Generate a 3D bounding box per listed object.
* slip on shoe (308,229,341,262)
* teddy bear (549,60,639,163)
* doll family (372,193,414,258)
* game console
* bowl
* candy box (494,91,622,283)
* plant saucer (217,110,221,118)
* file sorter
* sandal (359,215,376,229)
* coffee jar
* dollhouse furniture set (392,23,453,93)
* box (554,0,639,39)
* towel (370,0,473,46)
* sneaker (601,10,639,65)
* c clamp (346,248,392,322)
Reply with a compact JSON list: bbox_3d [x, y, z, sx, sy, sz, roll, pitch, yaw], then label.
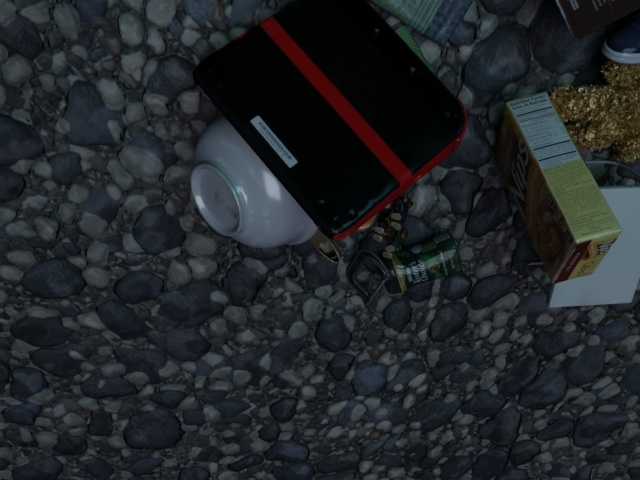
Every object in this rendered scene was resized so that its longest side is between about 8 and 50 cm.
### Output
[{"bbox_3d":[0.000,0.000,1.248,0.051,0.041,0.135,-33,116,12],"label":"slip on shoe"},{"bbox_3d":[0.609,-0.263,1.134,0.337,0.113,0.245,-2,120,-5],"label":"teddy bear"},{"bbox_3d":[0.161,-0.061,1.200,0.076,0.111,0.193,27,131,18],"label":"doll family"},{"bbox_3d":[0.027,-0.237,0.955,0.342,0.060,0.387,-39,82,-13],"label":"game console"},{"bbox_3d":[-0.146,-0.099,1.033,0.134,0.297,0.298,-33,126,-36],"label":"bowl"},{"bbox_3d":[0.435,-0.099,1.060,0.087,0.317,0.183,-15,152,1],"label":"candy box"},{"bbox_3d":[-0.165,-0.242,1.117,0.083,0.015,0.084,-2,118,-4],"label":"plant saucer"},{"bbox_3d":[0.584,-0.019,1.224,0.192,0.173,0.278,-2,118,-6],"label":"file sorter"},{"bbox_3d":[0.089,-0.132,1.167,0.101,0.076,0.265,-9,118,-1],"label":"sandal"},{"bbox_3d":[0.226,0.055,1.280,0.184,0.079,0.096,-19,117,5],"label":"coffee jar"},{"bbox_3d":[0.095,-0.242,1.022,0.301,0.151,0.198,-36,99,5],"label":"dollhouse furniture set"},{"bbox_3d":[0.575,-0.472,0.856,0.381,0.191,0.143,-23,96,48],"label":"box"},{"bbox_3d":[0.145,-0.551,0.974,0.370,0.040,0.271,25,114,-20],"label":"towel"},{"bbox_3d":[0.650,-0.435,1.014,0.282,0.099,0.153,-24,145,-8],"label":"sneaker"},{"bbox_3d":[0.118,0.095,1.271,0.022,0.137,0.161,-32,155,-36],"label":"c clamp"}]
